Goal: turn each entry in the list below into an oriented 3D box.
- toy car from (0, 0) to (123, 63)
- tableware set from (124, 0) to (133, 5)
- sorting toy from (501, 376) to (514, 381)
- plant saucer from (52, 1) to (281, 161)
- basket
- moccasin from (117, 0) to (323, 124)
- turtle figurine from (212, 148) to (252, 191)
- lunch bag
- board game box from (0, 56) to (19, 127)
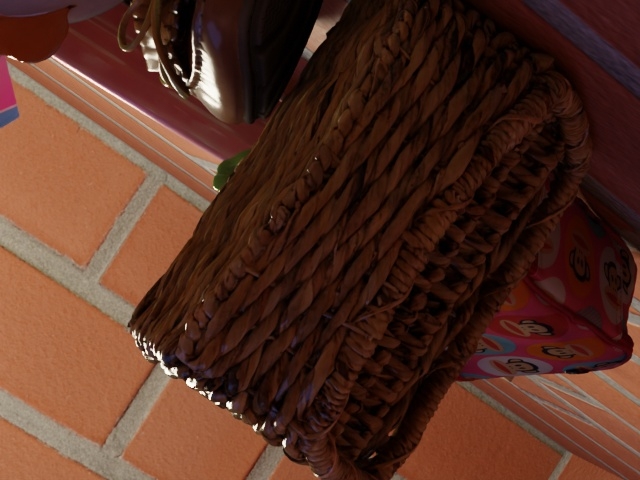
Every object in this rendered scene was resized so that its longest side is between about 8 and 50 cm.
[{"bbox_3d":[-0.116,-0.180,0.746,0.210,0.238,0.219,31,174,22],"label":"toy car"},{"bbox_3d":[-0.199,-0.253,1.777,0.169,0.020,0.141,27,173,45],"label":"tableware set"},{"bbox_3d":[0.118,0.051,2.322,0.255,0.089,0.257,27,172,48],"label":"sorting toy"},{"bbox_3d":[-0.164,-0.170,1.819,0.332,0.084,0.332,32,-179,-1],"label":"plant saucer"},{"bbox_3d":[0.054,0.009,1.155,0.223,0.299,0.213,37,173,-13],"label":"basket"},{"bbox_3d":[-0.081,-0.170,1.302,0.147,0.139,0.380,25,-175,-7],"label":"moccasin"},{"bbox_3d":[0.000,0.000,1.704,0.275,0.198,0.266,20,-169,42],"label":"turtle figurine"},{"bbox_3d":[0.101,0.026,1.484,0.258,0.120,0.293,-6,156,32],"label":"lunch bag"},{"bbox_3d":[-0.422,-0.278,1.781,0.242,0.064,0.316,29,141,36],"label":"board game box"}]
